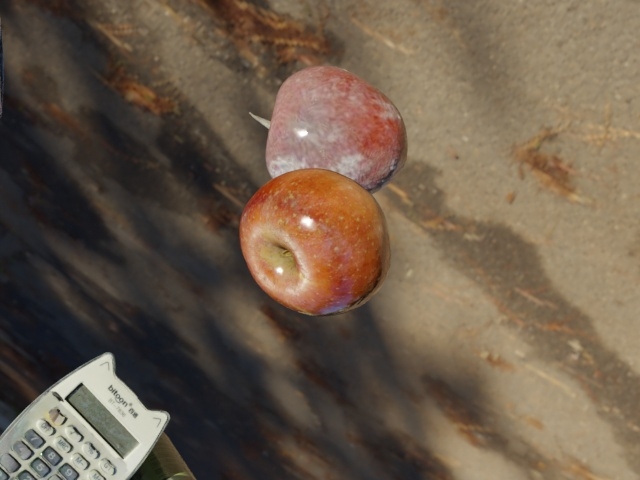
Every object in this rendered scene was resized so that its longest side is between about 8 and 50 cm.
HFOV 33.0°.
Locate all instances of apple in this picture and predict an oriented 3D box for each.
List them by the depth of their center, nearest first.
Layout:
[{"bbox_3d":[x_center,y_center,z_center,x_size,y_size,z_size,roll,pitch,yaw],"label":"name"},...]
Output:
[{"bbox_3d":[0.000,0.000,1.408,0.201,0.162,0.201,22,127,33],"label":"apple"}]

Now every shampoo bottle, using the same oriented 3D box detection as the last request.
[{"bbox_3d":[-0.233,0.391,1.653,0.101,0.101,0.284,52,172,-33],"label":"shampoo bottle"}]

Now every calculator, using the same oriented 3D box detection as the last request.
[{"bbox_3d":[-0.349,0.295,1.508,0.177,0.268,0.040,51,156,-13],"label":"calculator"}]

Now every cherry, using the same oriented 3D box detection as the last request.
[{"bbox_3d":[0.008,-0.180,1.852,0.286,0.236,0.213,18,-177,8],"label":"cherry"}]

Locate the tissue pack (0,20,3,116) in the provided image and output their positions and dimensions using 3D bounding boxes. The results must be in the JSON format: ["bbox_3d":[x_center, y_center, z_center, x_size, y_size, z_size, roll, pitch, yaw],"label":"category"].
[{"bbox_3d":[-0.840,-0.373,2.220,0.361,0.122,0.259,11,127,2],"label":"tissue pack"}]
